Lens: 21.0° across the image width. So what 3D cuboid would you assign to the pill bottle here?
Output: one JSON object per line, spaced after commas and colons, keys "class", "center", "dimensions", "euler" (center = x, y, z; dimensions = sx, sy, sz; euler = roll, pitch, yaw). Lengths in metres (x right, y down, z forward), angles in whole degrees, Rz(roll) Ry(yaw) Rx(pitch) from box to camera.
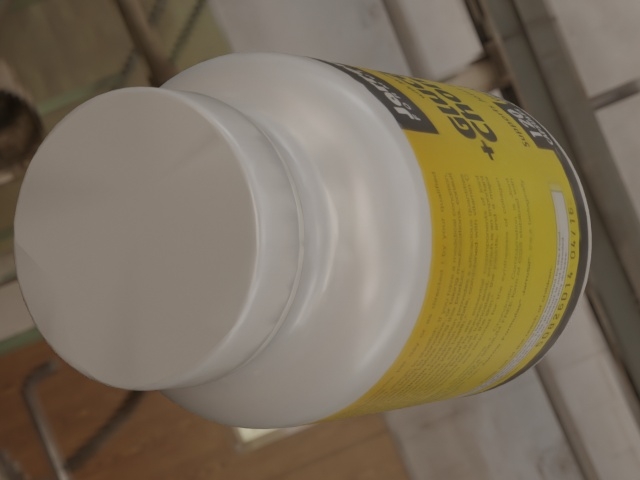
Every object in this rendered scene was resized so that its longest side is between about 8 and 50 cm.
{"class": "pill bottle", "center": [0.000, 0.000, 0.496], "dimensions": [0.184, 0.103, 0.103], "euler": [1, 63, -61]}
